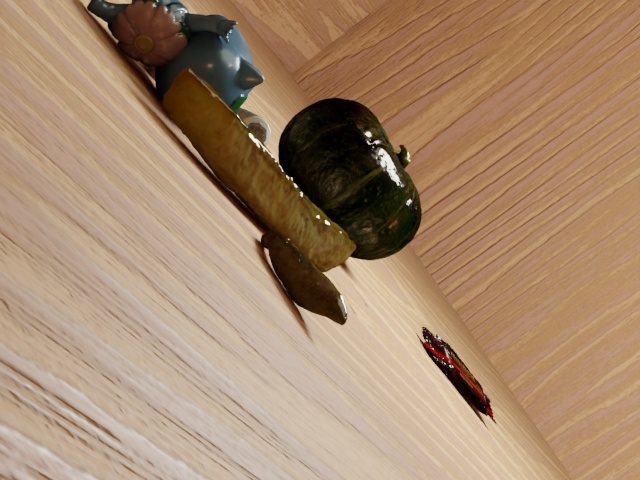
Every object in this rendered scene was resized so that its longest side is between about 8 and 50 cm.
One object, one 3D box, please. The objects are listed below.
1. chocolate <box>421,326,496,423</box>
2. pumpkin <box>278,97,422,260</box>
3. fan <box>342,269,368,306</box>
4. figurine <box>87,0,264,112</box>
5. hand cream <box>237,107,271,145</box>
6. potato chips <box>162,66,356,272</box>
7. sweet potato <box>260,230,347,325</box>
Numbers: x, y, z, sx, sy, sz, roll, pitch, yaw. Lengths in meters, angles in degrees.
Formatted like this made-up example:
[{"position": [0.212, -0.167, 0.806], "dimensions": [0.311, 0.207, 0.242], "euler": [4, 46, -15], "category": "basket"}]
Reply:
[{"position": [0.214, 0.210, 2.259], "dimensions": [0.182, 0.028, 0.086], "euler": [50, 14, -26], "category": "chocolate"}, {"position": [0.045, -0.087, 1.968], "dimensions": [0.238, 0.159, 0.238], "euler": [56, -3, 5], "category": "pumpkin"}, {"position": [-0.001, 0.001, 1.825], "dimensions": [0.182, 0.010, 0.310], "euler": [50, 4, -38], "category": "fan"}, {"position": [-0.142, -0.198, 1.442], "dimensions": [0.178, 0.114, 0.144], "euler": [42, 7, -19], "category": "figurine"}, {"position": [-0.089, -0.141, 1.869], "dimensions": [0.067, 0.042, 0.194], "euler": [44, 1, -9], "category": "hand cream"}, {"position": [-0.047, -0.046, 1.486], "dimensions": [0.080, 0.057, 0.407], "euler": [49, 2, 32], "category": "potato chips"}, {"position": [-0.022, 0.030, 1.340], "dimensions": [0.153, 0.038, 0.041], "euler": [47, -23, 43], "category": "sweet potato"}]
